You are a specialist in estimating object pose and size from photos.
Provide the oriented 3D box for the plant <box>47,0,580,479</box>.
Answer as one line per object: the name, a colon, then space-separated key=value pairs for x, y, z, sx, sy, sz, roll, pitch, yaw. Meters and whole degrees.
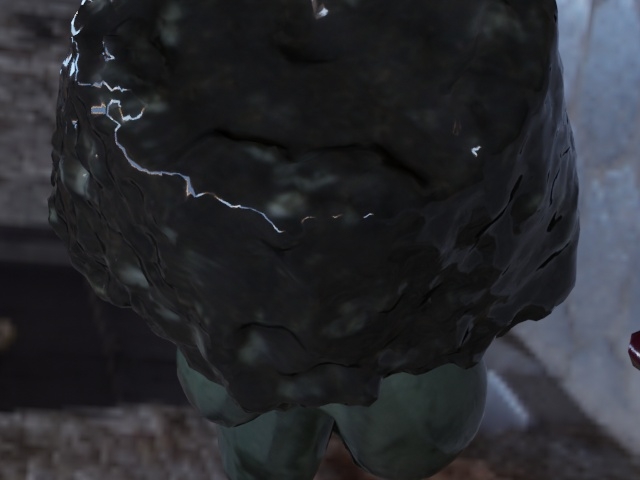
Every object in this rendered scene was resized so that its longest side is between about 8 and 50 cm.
plant: x=-0.002 y=0.000 z=0.612 sx=0.149 sy=0.146 sz=0.274 roll=58 pitch=171 yaw=23

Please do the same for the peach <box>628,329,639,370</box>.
peach: x=0.249 y=-0.010 z=0.303 sx=0.416 sy=0.353 sz=0.339 roll=-55 pitch=-12 yaw=-61
